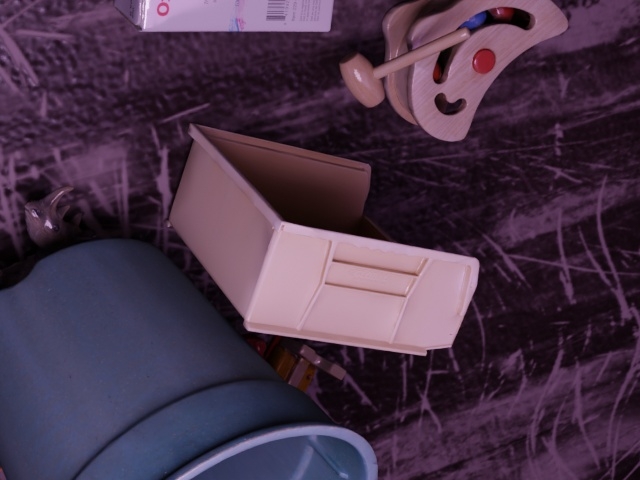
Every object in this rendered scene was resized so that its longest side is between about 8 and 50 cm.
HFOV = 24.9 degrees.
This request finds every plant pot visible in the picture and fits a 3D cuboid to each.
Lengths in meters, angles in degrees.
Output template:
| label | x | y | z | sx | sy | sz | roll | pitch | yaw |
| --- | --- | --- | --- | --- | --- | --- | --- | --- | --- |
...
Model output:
| label | x | y | z | sx | sy | sz | roll | pitch | yaw |
| --- | --- | --- | --- | --- | --- | --- | --- | --- | --- |
| plant pot | -0.174 | 0.194 | 1.439 | 0.341 | 0.334 | 0.341 | -24 | 141 | -21 |

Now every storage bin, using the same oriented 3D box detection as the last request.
| label | x | y | z | sx | sy | sz | roll | pitch | yaw |
| --- | --- | --- | --- | --- | --- | --- | --- | --- | --- |
| storage bin | 0.000 | 0.000 | 1.560 | 0.260 | 0.262 | 0.123 | 10 | 110 | -31 |

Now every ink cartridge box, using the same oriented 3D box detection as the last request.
| label | x | y | z | sx | sy | sz | roll | pitch | yaw |
| --- | --- | --- | --- | --- | --- | --- | --- | --- | --- |
| ink cartridge box | -0.094 | -0.296 | 1.470 | 0.212 | 0.093 | 0.154 | -5 | 115 | -27 |

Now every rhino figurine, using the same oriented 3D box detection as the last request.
| label | x | y | z | sx | sy | sz | roll | pitch | yaw |
| --- | --- | --- | --- | --- | --- | --- | --- | --- | --- |
| rhino figurine | -0.304 | 0.047 | 1.539 | 0.106 | 0.073 | 0.243 | 13 | 112 | -27 |

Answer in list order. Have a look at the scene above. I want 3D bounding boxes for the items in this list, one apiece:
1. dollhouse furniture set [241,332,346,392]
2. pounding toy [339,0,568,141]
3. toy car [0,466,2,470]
| label | x | y | z | sx | sy | sz | roll | pitch | yaw |
| --- | --- | --- | --- | --- | --- | --- | --- | --- | --- |
| dollhouse furniture set | -0.163 | 0.255 | 1.699 | 0.201 | 0.152 | 0.374 | 36 | 77 | -35 |
| pounding toy | 0.162 | -0.193 | 1.613 | 0.269 | 0.155 | 0.154 | -30 | 119 | -11 |
| toy car | -0.450 | 0.254 | 1.534 | 0.238 | 0.210 | 0.219 | -16 | 109 | -52 |
